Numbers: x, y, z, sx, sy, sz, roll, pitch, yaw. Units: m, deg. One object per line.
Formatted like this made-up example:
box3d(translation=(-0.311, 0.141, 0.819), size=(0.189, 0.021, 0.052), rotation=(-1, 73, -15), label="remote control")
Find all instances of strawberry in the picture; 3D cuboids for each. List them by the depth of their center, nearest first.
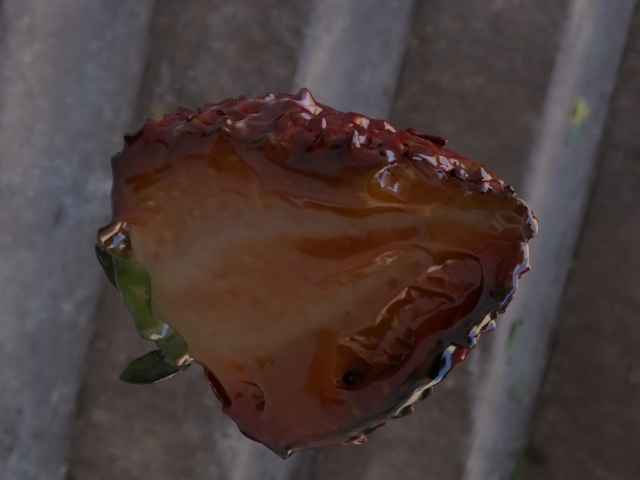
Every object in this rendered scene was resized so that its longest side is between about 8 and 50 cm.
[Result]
box3d(translation=(-0.003, 0.000, 0.630), size=(0.085, 0.140, 0.192), rotation=(-48, 172, -43), label="strawberry")
